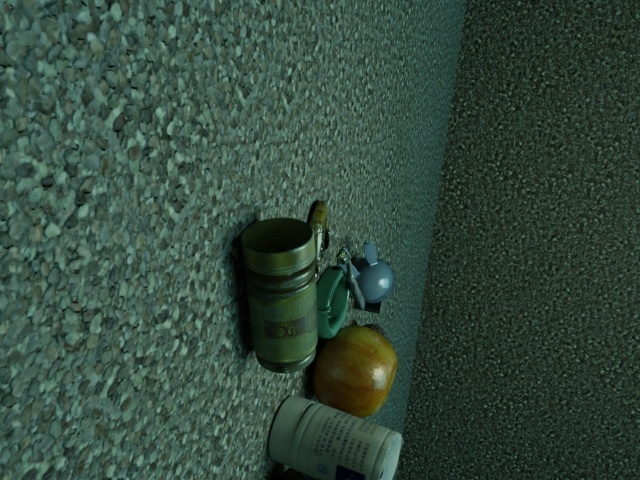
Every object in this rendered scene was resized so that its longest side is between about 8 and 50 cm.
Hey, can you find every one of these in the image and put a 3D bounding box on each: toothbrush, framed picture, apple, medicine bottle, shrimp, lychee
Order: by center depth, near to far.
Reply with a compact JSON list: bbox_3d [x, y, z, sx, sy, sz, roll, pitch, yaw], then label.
[{"bbox_3d":[-0.084,0.125,1.225,0.151,0.151,0.322,-51,146,-53],"label":"medicine bottle"},{"bbox_3d":[0.036,0.557,1.522,0.190,0.332,0.189,-43,140,-51],"label":"medicine bottle"},{"bbox_3d":[0.000,0.000,1.552,0.150,0.051,0.217,5,92,-77],"label":"shrimp"},{"bbox_3d":[0.111,0.408,1.749,0.286,0.233,0.286,-56,161,-30],"label":"apple"},{"bbox_3d":[0.101,0.132,1.751,0.042,0.035,0.413,-55,152,-19],"label":"toothbrush"},{"bbox_3d":[0.190,0.168,2.042,0.011,0.142,0.183,18,81,-35],"label":"framed picture"},{"bbox_3d":[0.171,0.381,2.070,0.165,0.197,0.165,-26,151,-16],"label":"lychee"}]

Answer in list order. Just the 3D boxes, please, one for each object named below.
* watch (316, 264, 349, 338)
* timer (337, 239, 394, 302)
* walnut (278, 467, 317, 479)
[{"bbox_3d":[0.033,0.189,1.703,0.237,0.068,0.195,-43,138,-60],"label":"watch"},{"bbox_3d":[0.148,0.101,1.908,0.255,0.175,0.175,53,43,-25],"label":"timer"},{"bbox_3d":[-0.036,0.760,1.567,0.248,0.248,0.248,10,90,-70],"label":"walnut"}]
